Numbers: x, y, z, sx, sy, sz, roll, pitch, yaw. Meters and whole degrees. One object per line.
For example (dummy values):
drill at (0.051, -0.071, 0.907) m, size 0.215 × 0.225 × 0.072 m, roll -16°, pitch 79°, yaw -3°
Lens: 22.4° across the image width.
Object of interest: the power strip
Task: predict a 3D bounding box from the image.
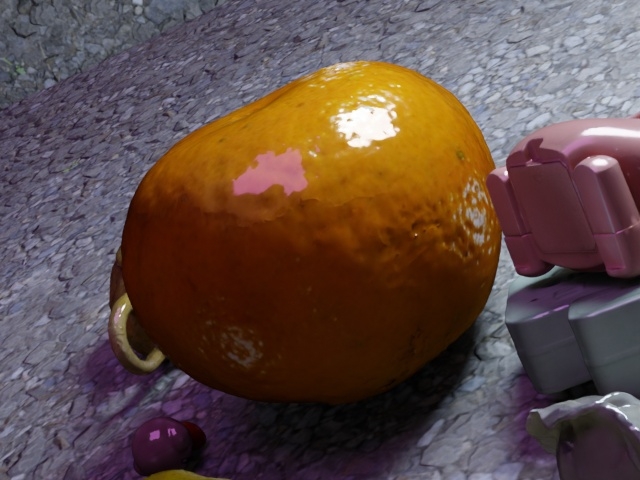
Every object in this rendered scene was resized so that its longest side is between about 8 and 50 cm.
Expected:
power strip at (0.299, 0.083, 1.504) m, size 0.229 × 0.141 × 0.261 m, roll -22°, pitch 11°, yaw 14°

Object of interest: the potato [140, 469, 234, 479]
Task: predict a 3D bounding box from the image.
potato at (-0.099, 0.312, 1.395) m, size 0.195 × 0.176 × 0.369 m, roll -33°, pitch 21°, yaw -28°

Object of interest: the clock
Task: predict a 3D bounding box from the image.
clock at (0.307, -0.067, 1.517) m, size 0.241 × 0.142 × 0.227 m, roll -22°, pitch 7°, yaw -19°

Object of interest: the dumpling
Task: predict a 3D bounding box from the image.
dumpling at (0.245, 0.172, 1.343) m, size 0.108 × 0.127 × 0.188 m, roll -46°, pitch 22°, yaw -18°

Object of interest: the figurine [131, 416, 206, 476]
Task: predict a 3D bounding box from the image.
figurine at (-0.176, 0.229, 1.781) m, size 0.083 × 0.067 × 0.071 m, roll -41°, pitch 1°, yaw 13°

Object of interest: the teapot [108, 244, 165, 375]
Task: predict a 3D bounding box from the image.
teapot at (-0.191, 0.041, 2.044) m, size 0.203 × 0.167 × 0.311 m, roll -11°, pitch 30°, yaw 35°

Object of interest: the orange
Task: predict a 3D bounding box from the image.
orange at (0.000, 0.000, 1.719) m, size 0.424 × 0.326 × 0.424 m, roll -27°, pitch 10°, yaw 5°
